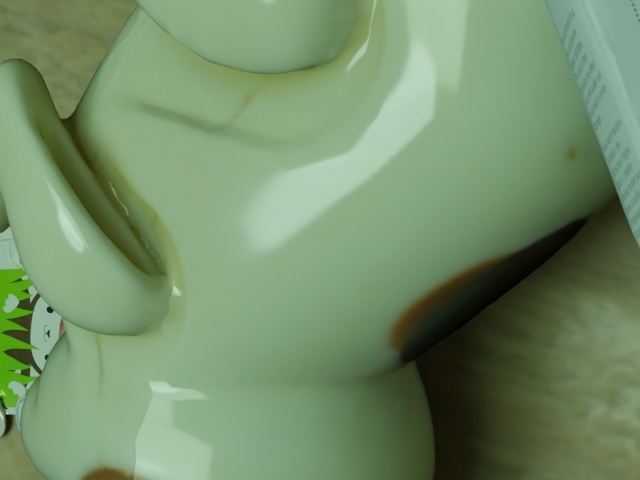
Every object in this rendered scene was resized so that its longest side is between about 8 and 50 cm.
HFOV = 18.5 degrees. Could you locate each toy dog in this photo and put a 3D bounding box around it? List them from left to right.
[{"bbox_3d":[0.000,0.000,0.942,0.395,0.284,0.408,26,109,13],"label":"toy dog"}]

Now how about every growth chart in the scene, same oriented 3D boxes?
[{"bbox_3d":[-0.174,0.038,1.190,0.237,0.021,0.172,-17,83,36],"label":"growth chart"}]

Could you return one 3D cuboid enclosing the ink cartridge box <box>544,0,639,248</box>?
[{"bbox_3d":[0.264,-0.073,0.730,0.324,0.071,0.330,-19,80,-4],"label":"ink cartridge box"}]
